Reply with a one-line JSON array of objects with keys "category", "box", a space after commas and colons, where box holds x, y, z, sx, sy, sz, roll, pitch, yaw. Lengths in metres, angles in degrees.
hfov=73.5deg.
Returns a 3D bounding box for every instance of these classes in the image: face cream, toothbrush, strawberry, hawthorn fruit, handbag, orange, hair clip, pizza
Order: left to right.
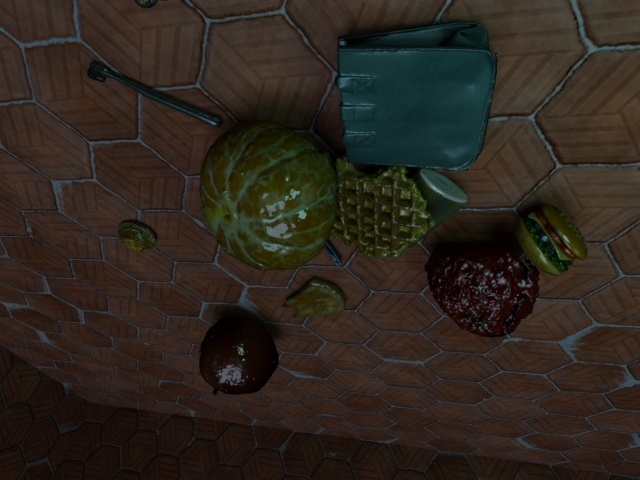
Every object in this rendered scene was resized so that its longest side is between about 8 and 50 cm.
[{"category": "toothbrush", "box": [-0.358, -0.312, 0.939, 0.297, 0.031, 0.030, 21, 166, -11]}, {"category": "hawthorn fruit", "box": [-0.308, 0.441, 1.640, 0.315, 0.316, 0.316, 8, 141, 7]}, {"category": "orange", "box": [-0.110, -0.096, 0.929, 0.329, 0.249, 0.330, 17, 122, 30]}, {"category": "pizza", "box": [-0.022, 0.213, 1.468, 0.181, 0.034, 0.262, 35, 136, -24]}, {"category": "hair clip", "box": [0.000, 0.000, 1.200, 0.039, 0.070, 0.229, -20, 138, 30]}, {"category": "face cream", "box": [0.211, -0.053, 1.055, 0.139, 0.067, 0.285, 30, 138, -11]}, {"category": "handbag", "box": [0.170, -0.262, 0.799, 0.273, 0.100, 0.269, 3, 144, 15]}, {"category": "strawberry", "box": [0.398, 0.123, 1.067, 0.273, 0.221, 0.274, 16, 162, 5]}]

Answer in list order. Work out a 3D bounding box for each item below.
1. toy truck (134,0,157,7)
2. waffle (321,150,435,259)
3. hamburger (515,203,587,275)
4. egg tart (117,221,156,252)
[{"category": "toy truck", "box": [-0.233, -0.457, 0.674, 0.226, 0.098, 0.114, -5, 132, 24]}, {"category": "waffle", "box": [0.108, -0.077, 1.002, 0.300, 0.058, 0.282, 30, 137, 6]}, {"category": "hamburger", "box": [0.515, -0.002, 0.959, 0.162, 0.162, 0.115, 36, 124, -26]}, {"category": "egg tart", "box": [-0.581, -0.006, 1.353, 0.130, 0.052, 0.130, 8, 138, 7]}]
